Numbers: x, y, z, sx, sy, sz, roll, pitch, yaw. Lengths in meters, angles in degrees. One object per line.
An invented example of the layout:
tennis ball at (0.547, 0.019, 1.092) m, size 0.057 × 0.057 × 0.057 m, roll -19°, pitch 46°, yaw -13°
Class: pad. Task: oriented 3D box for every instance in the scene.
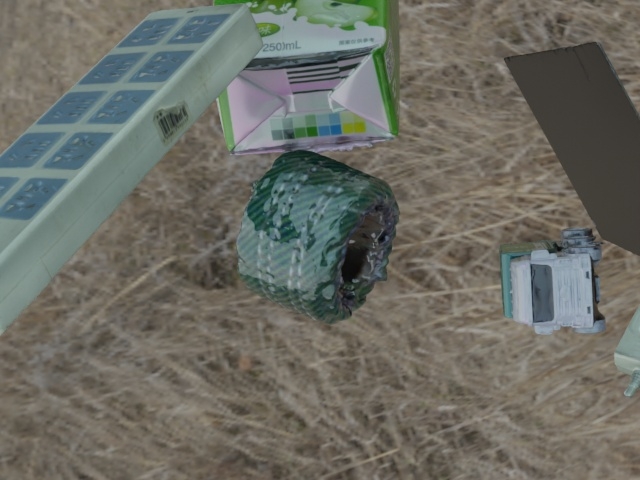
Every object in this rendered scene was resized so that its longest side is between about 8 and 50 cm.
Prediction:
pad at (0.184, -0.054, 0.766) m, size 0.004 × 0.243 × 0.163 m, roll -30°, pitch 98°, yaw 1°

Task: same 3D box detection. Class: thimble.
thimble at (-0.001, 0.000, 0.923) m, size 0.090 × 0.118 × 0.135 m, roll 25°, pitch 145°, yaw 23°

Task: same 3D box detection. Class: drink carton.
drink carton at (-0.007, -0.207, 1.049) m, size 0.161 × 0.108 × 0.271 m, roll -4°, pitch 48°, yaw 7°

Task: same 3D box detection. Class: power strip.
power strip at (-0.167, -0.058, 0.814) m, size 0.106 × 0.367 × 0.043 m, roll 2°, pitch 131°, yaw 34°
power strip at (0.293, 0.055, 0.974) m, size 0.048 × 0.030 × 0.191 m, roll 13°, pitch 55°, yaw 37°

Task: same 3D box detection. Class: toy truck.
toy truck at (0.281, 0.048, 1.424) m, size 0.124 × 0.253 × 0.114 m, roll -4°, pitch 94°, yaw 10°
